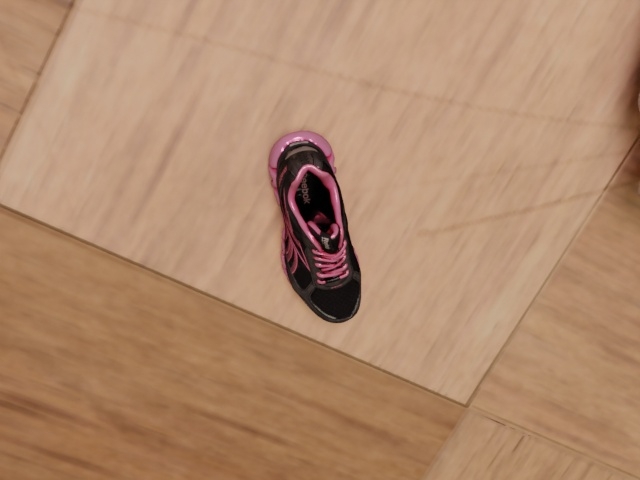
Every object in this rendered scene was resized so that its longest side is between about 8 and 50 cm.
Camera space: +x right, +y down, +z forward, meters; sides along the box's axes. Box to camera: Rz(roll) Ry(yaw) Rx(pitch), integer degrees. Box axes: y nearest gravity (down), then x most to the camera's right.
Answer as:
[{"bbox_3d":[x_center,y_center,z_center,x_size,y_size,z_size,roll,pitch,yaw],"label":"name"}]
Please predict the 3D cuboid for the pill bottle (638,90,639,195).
[{"bbox_3d":[0.237,-0.105,0.461,0.103,0.103,0.184,6,108,-13],"label":"pill bottle"}]

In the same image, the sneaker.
[{"bbox_3d":[0.000,0.000,0.478,0.047,0.057,0.119,-18,113,-6],"label":"sneaker"}]
